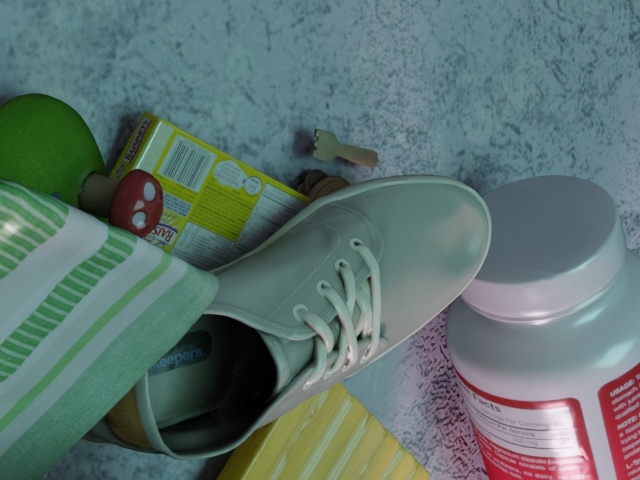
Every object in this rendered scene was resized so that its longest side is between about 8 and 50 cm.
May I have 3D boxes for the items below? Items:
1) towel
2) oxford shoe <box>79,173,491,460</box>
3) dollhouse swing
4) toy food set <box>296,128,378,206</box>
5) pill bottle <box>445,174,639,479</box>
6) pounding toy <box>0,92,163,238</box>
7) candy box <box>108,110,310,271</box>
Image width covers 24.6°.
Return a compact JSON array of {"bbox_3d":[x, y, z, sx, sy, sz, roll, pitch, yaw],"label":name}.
[{"bbox_3d":[-0.216,0.079,0.912,0.248,0.038,0.325,-46,154,6],"label":"towel"},{"bbox_3d":[-0.012,0.065,1.215,0.449,0.130,0.169,-21,112,-34],"label":"oxford shoe"},{"bbox_3d":[0.033,0.348,1.300,0.305,0.315,0.347,-46,135,-6],"label":"dollhouse swing"},{"bbox_3d":[0.000,0.000,1.353,0.132,0.038,0.192,12,85,-59],"label":"toy food set"},{"bbox_3d":[0.263,0.144,1.556,0.229,0.229,0.408,-46,132,-33],"label":"pill bottle"},{"bbox_3d":[-0.187,0.003,1.000,0.237,0.110,0.183,-27,131,-65],"label":"pounding toy"},{"bbox_3d":[-0.096,-0.024,1.213,0.206,0.027,0.105,27,94,-51],"label":"candy box"}]
